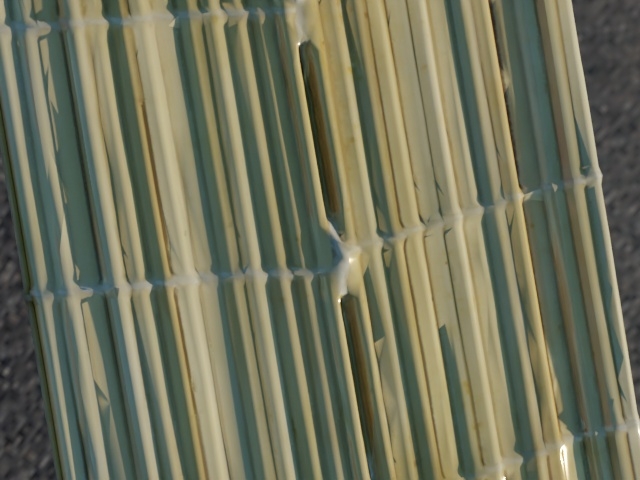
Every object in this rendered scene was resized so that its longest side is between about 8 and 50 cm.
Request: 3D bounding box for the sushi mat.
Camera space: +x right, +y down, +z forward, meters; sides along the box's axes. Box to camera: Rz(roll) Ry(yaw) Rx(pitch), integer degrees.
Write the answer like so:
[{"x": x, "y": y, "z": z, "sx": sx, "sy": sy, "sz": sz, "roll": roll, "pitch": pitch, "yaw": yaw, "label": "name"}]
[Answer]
[{"x": 0.000, "y": 0.000, "z": 0.489, "sx": 0.151, "sy": 0.019, "sz": 0.316, "roll": -10, "pitch": 94, "yaw": -14, "label": "sushi mat"}]
